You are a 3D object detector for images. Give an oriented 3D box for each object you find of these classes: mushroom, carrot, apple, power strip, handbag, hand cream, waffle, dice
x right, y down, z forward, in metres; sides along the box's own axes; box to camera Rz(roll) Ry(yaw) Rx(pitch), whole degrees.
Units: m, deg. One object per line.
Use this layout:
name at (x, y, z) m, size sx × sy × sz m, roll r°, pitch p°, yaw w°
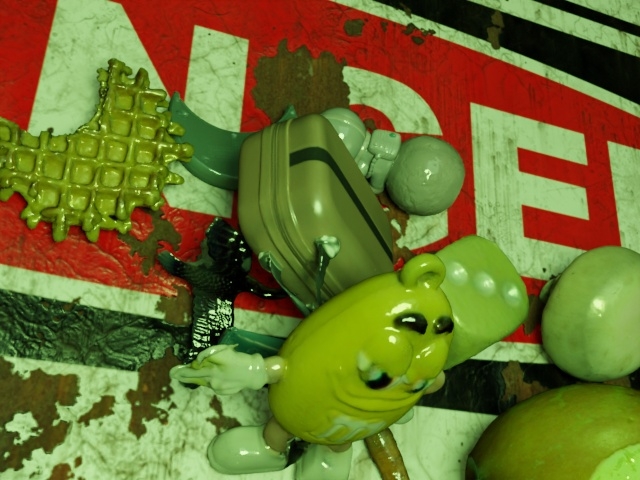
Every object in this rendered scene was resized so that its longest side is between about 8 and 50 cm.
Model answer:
mushroom at (0.494, 0.123, 1.303) m, size 0.246 × 0.202 × 0.246 m, roll -13°, pitch 118°, yaw -25°
carrot at (0.121, 0.371, 1.118) m, size 0.047 × 0.047 × 0.191 m, roll -20°, pitch 79°, yaw -29°
apple at (0.392, 0.394, 1.040) m, size 0.374 × 0.374 × 0.384 m, roll 10°, pitch 40°, yaw -19°
power strip at (-0.132, -0.163, 1.226) m, size 0.253 × 0.054 × 0.167 m, roll 5°, pitch 70°, yaw -21°
handbag at (0.000, 0.000, 1.059) m, size 0.302 × 0.149 × 0.283 m, roll 56°, pitch 28°, yaw -45°
hand cream at (-0.054, 0.180, 1.097) m, size 0.224 × 0.083 × 0.048 m, roll 14°, pitch 22°, yaw -29°
waffle at (-0.341, -0.132, 1.090) m, size 0.293 × 0.069 × 0.260 m, roll -33°, pitch 84°, yaw -18°
dice at (0.222, 0.102, 1.199) m, size 0.166 × 0.169 × 0.169 m, roll -27°, pitch 82°, yaw -29°

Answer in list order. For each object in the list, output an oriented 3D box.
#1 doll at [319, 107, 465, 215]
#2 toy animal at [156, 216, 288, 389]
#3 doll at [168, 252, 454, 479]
doll at (0.107, -0.146, 1.273) m, size 0.287 × 0.151 × 0.151 m, roll 22°, pitch 62°, yaw -10°
toy animal at (-0.135, 0.050, 1.085) m, size 0.197 × 0.272 × 0.160 m, roll -13°, pitch 44°, yaw -36°
doll at (0.001, 0.197, 0.956) m, size 0.348 × 0.423 × 0.161 m, roll -14°, pitch 49°, yaw -6°
